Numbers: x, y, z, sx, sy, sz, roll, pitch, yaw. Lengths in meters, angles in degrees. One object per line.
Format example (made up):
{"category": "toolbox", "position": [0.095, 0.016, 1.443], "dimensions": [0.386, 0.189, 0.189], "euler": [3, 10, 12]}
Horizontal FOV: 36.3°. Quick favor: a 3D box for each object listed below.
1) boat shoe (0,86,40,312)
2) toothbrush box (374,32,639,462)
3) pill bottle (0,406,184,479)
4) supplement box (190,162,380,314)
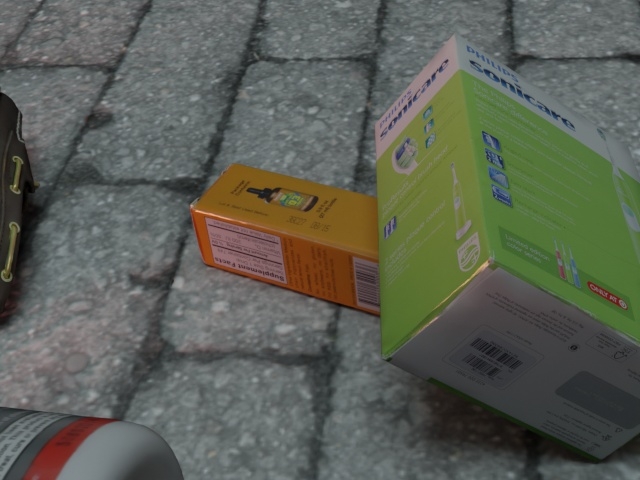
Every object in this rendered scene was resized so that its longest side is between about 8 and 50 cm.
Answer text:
{"category": "boat shoe", "position": [-0.343, -0.048, 0.985], "dimensions": [0.116, 0.097, 0.324], "euler": [-43, 31, 22]}
{"category": "toothbrush box", "position": [0.159, -0.002, 0.764], "dimensions": [0.206, 0.122, 0.283], "euler": [27, 38, -21]}
{"category": "pill bottle", "position": [-0.283, 0.199, 0.604], "dimensions": [0.363, 0.210, 0.210], "euler": [4, 42, 13]}
{"category": "supplement box", "position": [0.000, 0.000, 0.894], "dimensions": [0.234, 0.080, 0.078], "euler": [17, 45, 23]}
